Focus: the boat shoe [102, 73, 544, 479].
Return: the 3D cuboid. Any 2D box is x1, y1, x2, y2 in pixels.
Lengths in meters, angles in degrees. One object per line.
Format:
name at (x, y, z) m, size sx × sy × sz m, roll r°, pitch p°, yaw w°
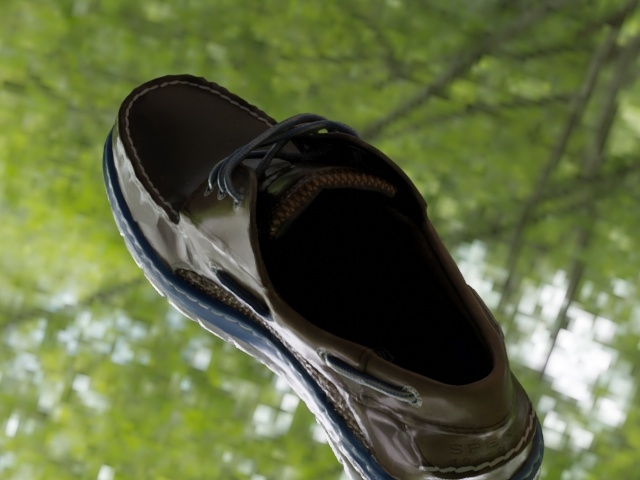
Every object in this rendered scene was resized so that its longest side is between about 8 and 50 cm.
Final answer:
boat shoe at (0.000, 0.000, 0.555) m, size 0.066 × 0.066 × 0.183 m, roll -30°, pitch -126°, yaw -24°
